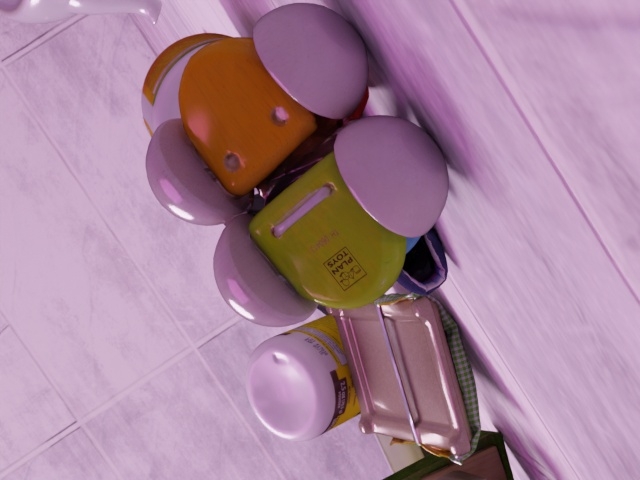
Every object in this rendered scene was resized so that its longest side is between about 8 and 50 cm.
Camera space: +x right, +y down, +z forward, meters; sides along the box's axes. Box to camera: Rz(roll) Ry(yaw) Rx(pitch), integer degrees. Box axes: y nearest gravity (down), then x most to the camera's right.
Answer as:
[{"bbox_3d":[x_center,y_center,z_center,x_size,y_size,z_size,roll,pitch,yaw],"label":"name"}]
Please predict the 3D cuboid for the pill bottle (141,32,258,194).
[{"bbox_3d":[-0.100,-0.128,1.020,0.136,0.136,0.245,58,176,-18],"label":"pill bottle"}]

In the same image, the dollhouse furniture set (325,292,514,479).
[{"bbox_3d":[0.143,0.173,1.062,0.198,0.151,0.301,-5,102,63],"label":"dollhouse furniture set"}]

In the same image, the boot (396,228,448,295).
[{"bbox_3d":[0.030,-0.040,0.765,0.190,0.069,0.086,49,174,-40],"label":"boot"}]

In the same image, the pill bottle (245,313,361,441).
[{"bbox_3d":[0.024,0.140,1.201,0.215,0.117,0.117,-18,-112,-51],"label":"pill bottle"}]

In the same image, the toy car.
[{"bbox_3d":[-0.003,-0.046,0.657,0.182,0.159,0.136,55,-150,8],"label":"toy car"}]

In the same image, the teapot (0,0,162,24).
[{"bbox_3d":[-0.335,-0.408,1.374,0.253,0.187,0.255,23,125,48],"label":"teapot"}]

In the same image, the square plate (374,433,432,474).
[{"bbox_3d":[0.132,0.283,1.650,0.344,0.049,0.347,67,-171,27],"label":"square plate"}]

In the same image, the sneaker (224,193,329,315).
[{"bbox_3d":[-0.061,-0.014,1.574,0.340,0.125,0.139,56,-179,37],"label":"sneaker"}]
